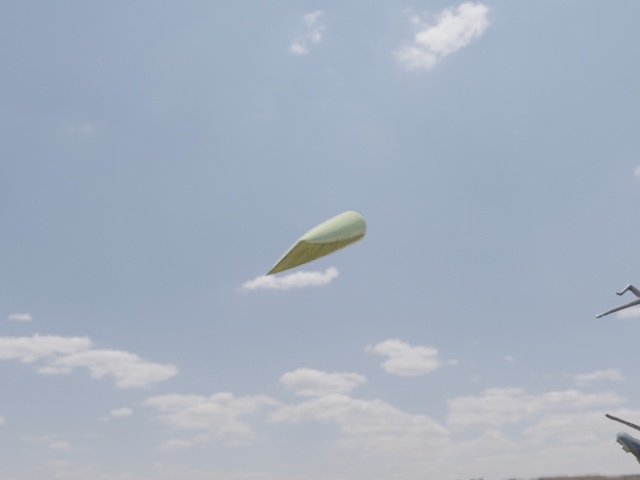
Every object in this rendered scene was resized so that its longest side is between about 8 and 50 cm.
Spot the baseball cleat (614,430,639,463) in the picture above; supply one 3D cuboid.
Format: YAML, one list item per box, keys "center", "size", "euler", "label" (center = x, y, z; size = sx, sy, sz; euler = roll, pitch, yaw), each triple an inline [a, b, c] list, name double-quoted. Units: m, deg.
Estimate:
- center: [0.759, 0.470, 1.515]
  size: [0.206, 0.109, 0.072]
  euler: [38, 11, 11]
  label: "baseball cleat"

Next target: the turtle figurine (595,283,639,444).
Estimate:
- center: [0.351, 0.122, 0.595]
  size: [0.234, 0.175, 0.118]
  euler: [2, 5, -17]
  label: "turtle figurine"

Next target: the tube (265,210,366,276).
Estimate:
- center: [0.000, 0.000, 1.150]
  size: [0.062, 0.070, 0.240]
  euler: [11, 19, 27]
  label: "tube"
